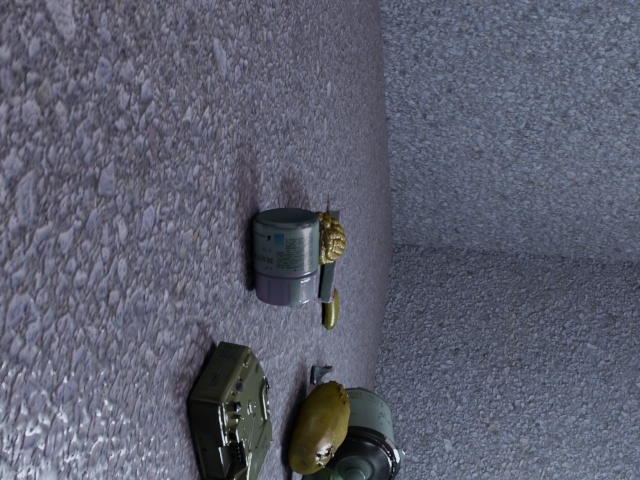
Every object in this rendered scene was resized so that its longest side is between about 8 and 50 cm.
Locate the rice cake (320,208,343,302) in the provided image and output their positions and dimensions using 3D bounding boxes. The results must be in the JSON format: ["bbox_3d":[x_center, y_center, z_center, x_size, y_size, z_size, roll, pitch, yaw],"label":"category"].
[{"bbox_3d":[0.035,0.046,2.156,0.081,0.051,0.291,120,-23,-81],"label":"rice cake"}]

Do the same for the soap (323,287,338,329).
[{"bbox_3d":[0.033,0.212,2.223,0.089,0.045,0.140,-71,162,-68],"label":"soap"}]

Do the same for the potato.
[{"bbox_3d":[0.000,0.502,1.915,0.300,0.140,0.173,-59,155,-58],"label":"potato"}]

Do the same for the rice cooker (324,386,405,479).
[{"bbox_3d":[0.104,0.608,2.123,0.317,0.316,0.264,-61,176,-65],"label":"rice cooker"}]

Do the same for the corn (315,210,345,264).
[{"bbox_3d":[0.000,0.000,1.758,0.347,0.130,0.130,33,62,-80],"label":"corn"}]

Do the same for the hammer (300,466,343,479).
[{"bbox_3d":[-0.017,0.734,1.991,0.335,0.118,0.207,90,23,-75],"label":"hammer"}]

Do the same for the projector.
[{"bbox_3d":[-0.145,0.312,1.238,0.194,0.088,0.270,-66,158,-52],"label":"projector"}]

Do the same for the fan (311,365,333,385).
[{"bbox_3d":[0.006,0.409,2.224,0.282,0.023,0.057,18,68,-79],"label":"fan"}]

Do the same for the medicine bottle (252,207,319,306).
[{"bbox_3d":[-0.068,0.032,1.403,0.135,0.135,0.169,-56,148,-68],"label":"medicine bottle"}]
